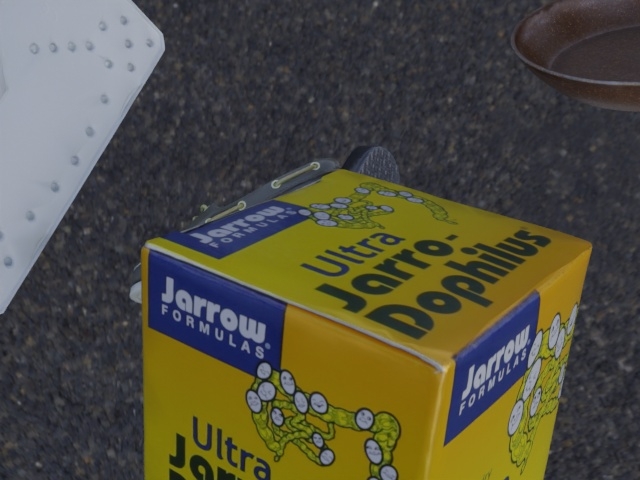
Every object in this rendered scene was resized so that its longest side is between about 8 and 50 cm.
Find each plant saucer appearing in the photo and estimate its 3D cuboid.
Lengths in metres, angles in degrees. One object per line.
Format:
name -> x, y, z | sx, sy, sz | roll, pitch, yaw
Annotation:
plant saucer -> 0.233, -0.134, 0.593 | 0.198, 0.036, 0.199 | -9, 31, 6

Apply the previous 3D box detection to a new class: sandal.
sandal -> 0.001, 0.000, 0.903 | 0.254, 0.054, 0.097 | -50, 127, -33

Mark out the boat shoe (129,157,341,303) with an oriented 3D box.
boat shoe -> -0.098, -0.005, 1.033 | 0.305, 0.109, 0.091 | -22, 67, 16

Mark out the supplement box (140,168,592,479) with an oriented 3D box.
supplement box -> 0.020, 0.162, 0.554 | 0.195, 0.357, 0.194 | 19, 27, 31

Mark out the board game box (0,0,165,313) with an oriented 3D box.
board game box -> -0.380, -0.184, 0.852 | 0.390, 0.050, 0.390 | 45, 61, -39
